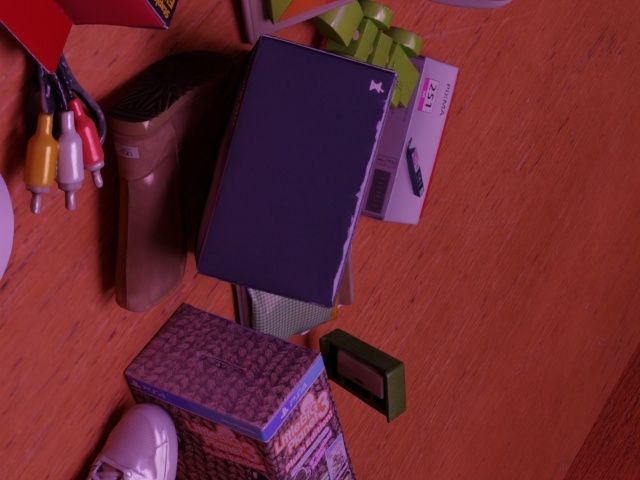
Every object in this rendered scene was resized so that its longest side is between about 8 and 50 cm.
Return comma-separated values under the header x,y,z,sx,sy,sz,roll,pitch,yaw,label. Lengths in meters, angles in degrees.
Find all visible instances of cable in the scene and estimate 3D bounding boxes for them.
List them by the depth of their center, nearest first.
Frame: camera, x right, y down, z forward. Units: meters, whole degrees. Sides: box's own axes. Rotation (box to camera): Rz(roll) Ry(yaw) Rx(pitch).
x,y,z,sx,sy,sz,roll,pitch,yaw,label
-0.284,-0.177,1.548,0.139,0.072,0.287,-31,131,-46,cable

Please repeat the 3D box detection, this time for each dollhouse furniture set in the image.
x,y,z,sx,sy,sz,roll,pitch,yaw,label
0.003,0.154,2.094,0.197,0.151,0.301,-29,131,-32,dollhouse furniture set

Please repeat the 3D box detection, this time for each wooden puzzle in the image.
x,y,z,sx,sy,sz,roll,pitch,yaw,label
-0.002,-0.377,1.834,0.239,0.044,0.221,-27,143,-17,wooden puzzle

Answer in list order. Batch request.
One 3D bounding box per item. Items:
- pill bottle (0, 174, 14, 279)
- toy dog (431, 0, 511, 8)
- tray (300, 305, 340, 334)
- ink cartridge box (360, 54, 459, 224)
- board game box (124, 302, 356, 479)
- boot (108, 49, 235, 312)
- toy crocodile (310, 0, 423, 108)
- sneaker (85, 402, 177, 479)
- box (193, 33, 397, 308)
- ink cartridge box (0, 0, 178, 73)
x,y,z,sx,sy,sz,roll,pitch,yaw,label
-0.457,-0.028,1.175,0.408,0.229,0.229,12,95,-60,pill bottle
0.276,-0.516,2.019,0.284,0.395,0.408,-57,157,-9,toy dog
0.000,0.000,2.175,0.145,0.030,0.270,-34,133,-47,tray
0.172,-0.163,2.352,0.239,0.060,0.275,4,102,-59,ink cartridge box
-0.104,0.260,1.933,0.141,0.232,0.291,-51,144,-33,board game box
-0.189,-0.080,1.764,0.236,0.089,0.269,-42,143,-45,boot
0.066,-0.279,2.080,0.340,0.105,0.115,27,83,-65,toy crocodile
-0.289,0.345,1.791,0.169,0.108,0.292,22,87,-64,sneaker
-0.042,-0.090,1.774,0.294,0.183,0.296,-152,-103,-83,box
-0.250,-0.353,1.409,0.309,0.130,0.272,51,50,-56,ink cartridge box
